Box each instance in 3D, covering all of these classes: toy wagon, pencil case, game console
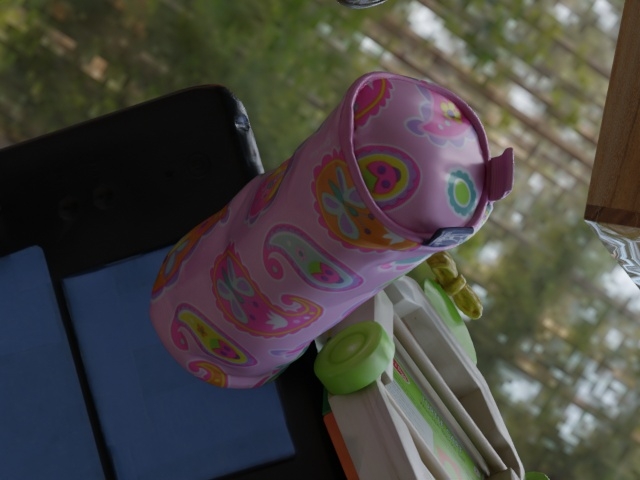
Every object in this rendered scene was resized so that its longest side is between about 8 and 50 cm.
[{"bbox_3d":[0.086,0.126,1.440,0.068,0.267,0.344,-29,-156,16],"label":"toy wagon"},{"bbox_3d":[0.000,0.000,1.226,0.284,0.124,0.124,-38,-153,50],"label":"pencil case"},{"bbox_3d":[-0.169,0.113,1.391,0.342,0.386,0.060,-18,170,9],"label":"game console"}]

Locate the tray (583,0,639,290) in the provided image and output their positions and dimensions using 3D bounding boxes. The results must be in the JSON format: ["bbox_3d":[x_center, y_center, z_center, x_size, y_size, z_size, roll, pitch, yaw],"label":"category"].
[{"bbox_3d":[0.316,-0.064,1.677,0.411,0.076,0.203,36,65,-69],"label":"tray"}]

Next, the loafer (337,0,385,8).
[{"bbox_3d":[0.070,-0.234,1.538,0.148,0.056,0.050,-32,175,-19],"label":"loafer"}]
